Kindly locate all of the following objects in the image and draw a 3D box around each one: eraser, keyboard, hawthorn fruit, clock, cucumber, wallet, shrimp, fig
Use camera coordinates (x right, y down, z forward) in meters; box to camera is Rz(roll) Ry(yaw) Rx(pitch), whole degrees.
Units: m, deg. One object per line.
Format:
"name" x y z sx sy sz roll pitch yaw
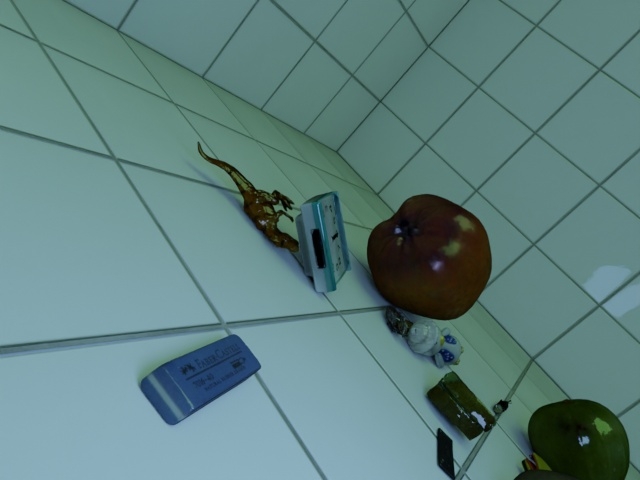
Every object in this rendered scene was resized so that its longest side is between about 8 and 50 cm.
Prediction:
"eraser" -0.179 0.211 0.752 0.082 0.036 0.225 49 17 13
"keyboard" 0.305 0.515 1.153 0.053 0.010 0.155 45 17 3
"hawthorn fruit" 0.412 0.069 1.766 0.471 0.472 0.472 39 17 -14
"clock" 0.000 0.000 1.417 0.231 0.116 0.262 -42 123 -69
"cucumber" 0.655 0.593 1.708 0.163 0.043 0.039 14 61 -61
"wallet" 0.645 0.734 1.320 0.141 0.067 0.241 45 21 -10
"shrimp" 0.251 0.272 1.548 0.065 0.056 0.165 39 19 -34
"fig" 0.859 0.690 1.564 0.316 0.316 0.316 39 17 -14

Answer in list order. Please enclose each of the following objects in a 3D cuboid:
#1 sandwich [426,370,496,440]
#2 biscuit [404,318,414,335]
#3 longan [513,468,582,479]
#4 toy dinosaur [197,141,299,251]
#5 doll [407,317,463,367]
"sandwich" 0.394 0.469 1.336 0.185 0.109 0.160 50 -2 29
"biscuit" 0.347 0.328 1.666 0.199 0.034 0.064 31 21 -37
"longan" 0.528 0.624 1.078 0.196 0.197 0.220 36 -20 -22
"toy dinosaur" -0.194 -0.125 1.444 0.432 0.097 0.208 46 22 10
"doll" 0.389 0.344 1.584 0.293 0.138 0.119 33 -21 -37
